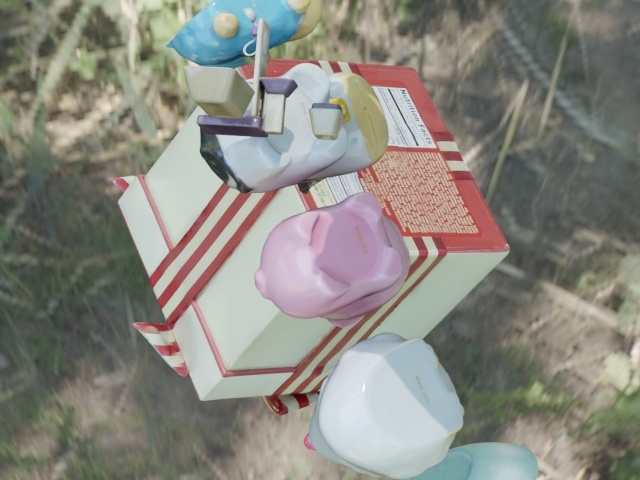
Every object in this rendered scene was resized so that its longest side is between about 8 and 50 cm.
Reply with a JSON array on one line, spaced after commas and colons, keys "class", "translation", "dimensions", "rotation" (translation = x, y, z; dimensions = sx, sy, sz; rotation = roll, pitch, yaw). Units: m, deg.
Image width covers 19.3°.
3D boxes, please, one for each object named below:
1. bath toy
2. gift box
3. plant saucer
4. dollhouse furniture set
[{"class": "bath toy", "translation": [0.000, 0.000, 1.291], "dimensions": [0.151, 0.129, 0.348], "rotation": [-12, 78, -33]}, {"class": "gift box", "translation": [-0.036, -0.009, 1.715], "dimensions": [0.276, 0.258, 0.255], "rotation": [3, 52, -36]}, {"class": "plant saucer", "translation": [0.103, 0.235, 1.675], "dimensions": [0.195, 0.195, 0.037], "rotation": [-40, 107, -14]}, {"class": "dollhouse furniture set", "translation": [-0.035, -0.114, 1.170], "dimensions": [0.091, 0.114, 0.081], "rotation": [4, 82, 10]}]
